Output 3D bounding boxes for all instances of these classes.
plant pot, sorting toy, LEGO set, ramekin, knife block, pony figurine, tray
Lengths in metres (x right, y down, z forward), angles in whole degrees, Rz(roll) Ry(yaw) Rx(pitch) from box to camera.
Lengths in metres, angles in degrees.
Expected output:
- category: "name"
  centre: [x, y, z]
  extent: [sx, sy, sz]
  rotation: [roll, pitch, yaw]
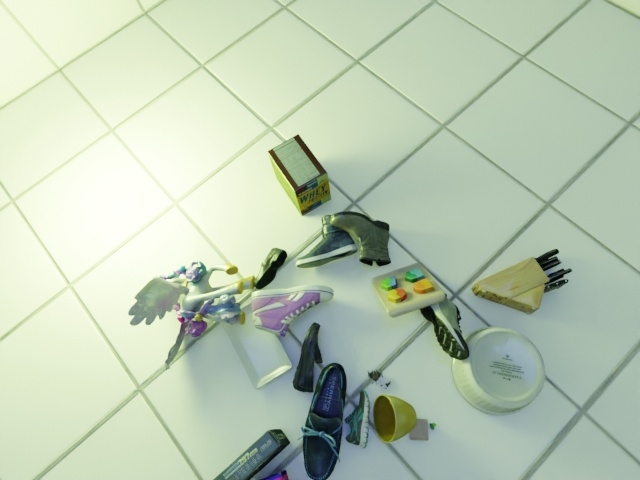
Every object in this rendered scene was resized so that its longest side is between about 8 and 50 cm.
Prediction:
- category: "plant pot"
  centre: [0.232, 0.534, 1.313]
  extent: [0.095, 0.134, 0.134]
  rotation: [6, 65, -23]
- category: "sorting toy"
  centre: [0.284, 0.155, 1.448]
  extent: [0.193, 0.038, 0.208]
  rotation: [-18, 30, -2]
- category: "sorting toy"
  centre: [0.315, 0.581, 1.335]
  extent: [0.083, 0.012, 0.062]
  rotation: [-2, 63, 8]
- category: "LEGO set"
  centre: [0.186, 0.445, 1.403]
  extent: [0.054, 0.023, 0.083]
  rotation: [-37, 82, -8]
- category: "ramekin"
  centre: [0.549, 0.390, 1.331]
  extent: [0.273, 0.127, 0.272]
  rotation: [-2, 67, 4]
- category: "knife block"
  centre: [0.678, 0.109, 1.457]
  extent: [0.276, 0.088, 0.242]
  rotation: [19, 70, 13]
- category: "pony figurine"
  centre: [-0.428, 0.210, 1.450]
  extent: [0.364, 0.302, 0.351]
  rotation: [-4, 35, 7]
- category: "tray"
  centre: [-0.216, 0.349, 1.473]
  extent: [0.145, 0.030, 0.270]
  rotation: [-30, 68, -8]

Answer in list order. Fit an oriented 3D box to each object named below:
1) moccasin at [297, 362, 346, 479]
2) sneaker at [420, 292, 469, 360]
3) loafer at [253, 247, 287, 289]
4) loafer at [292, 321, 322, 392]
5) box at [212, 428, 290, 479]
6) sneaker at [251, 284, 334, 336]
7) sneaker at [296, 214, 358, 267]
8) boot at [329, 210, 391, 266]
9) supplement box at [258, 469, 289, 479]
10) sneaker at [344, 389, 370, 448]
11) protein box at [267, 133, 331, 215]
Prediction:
- category: "moccasin"
  centre: [0.003, 0.543, 1.324]
  extent: [0.138, 0.117, 0.342]
  rotation: [3, 68, 7]
- category: "sneaker"
  centre: [0.407, 0.255, 1.376]
  extent: [0.108, 0.100, 0.271]
  rotation: [-8, 38, -9]
- category: "loafer"
  centre: [-0.189, 0.100, 1.565]
  extent: [0.061, 0.062, 0.170]
  rotation: [21, 66, 37]
- category: "loafer"
  centre: [-0.028, 0.382, 1.421]
  extent: [0.078, 0.076, 0.223]
  rotation: [13, 74, 5]
- category: "box"
  centre: [-0.205, 0.650, 1.265]
  extent: [0.233, 0.183, 0.059]
  rotation: [-40, 70, -10]
- category: "sneaker"
  centre: [-0.088, 0.242, 1.462]
  extent: [0.282, 0.102, 0.161]
  rotation: [-8, 64, 2]
- category: "sneaker"
  centre: [0.000, 0.000, 1.560]
  extent: [0.226, 0.086, 0.163]
  rotation: [-18, 76, -10]
- category: "boot"
  centre: [0.145, -0.002, 1.510]
  extent: [0.247, 0.083, 0.161]
  rotation: [14, 63, -23]
- category: "supplement box"
  centre: [-0.125, 0.792, 1.236]
  extent: [0.111, 0.114, 0.220]
  rotation: [-19, 66, -4]
- category: "sneaker"
  centre: [0.113, 0.548, 1.344]
  extent: [0.076, 0.065, 0.166]
  rotation: [3, 66, 11]
- category: "protein box"
  centre: [-0.074, -0.238, 1.610]
  extent: [0.136, 0.200, 0.201]
  rotation: [-31, 68, -7]
